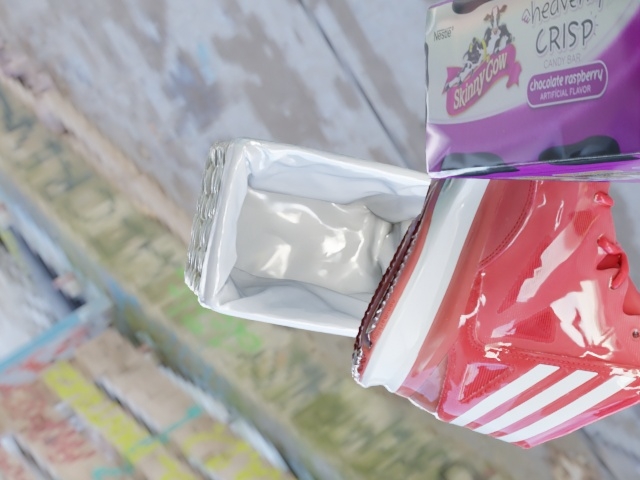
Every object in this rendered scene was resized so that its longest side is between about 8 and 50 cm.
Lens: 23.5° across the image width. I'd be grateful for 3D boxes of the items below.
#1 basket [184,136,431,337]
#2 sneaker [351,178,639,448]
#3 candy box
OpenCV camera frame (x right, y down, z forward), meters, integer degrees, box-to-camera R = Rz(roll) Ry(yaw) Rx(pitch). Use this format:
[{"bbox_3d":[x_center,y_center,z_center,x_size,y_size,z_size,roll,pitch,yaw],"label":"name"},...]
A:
[{"bbox_3d":[0.000,0.000,1.020,0.103,0.167,0.113,-167,88,-72],"label":"basket"},{"bbox_3d":[0.114,-0.011,0.677,0.128,0.221,0.087,27,-169,-5],"label":"sneaker"},{"bbox_3d":[0.176,-0.057,0.556,0.159,0.233,0.071,179,92,-67],"label":"candy box"}]
